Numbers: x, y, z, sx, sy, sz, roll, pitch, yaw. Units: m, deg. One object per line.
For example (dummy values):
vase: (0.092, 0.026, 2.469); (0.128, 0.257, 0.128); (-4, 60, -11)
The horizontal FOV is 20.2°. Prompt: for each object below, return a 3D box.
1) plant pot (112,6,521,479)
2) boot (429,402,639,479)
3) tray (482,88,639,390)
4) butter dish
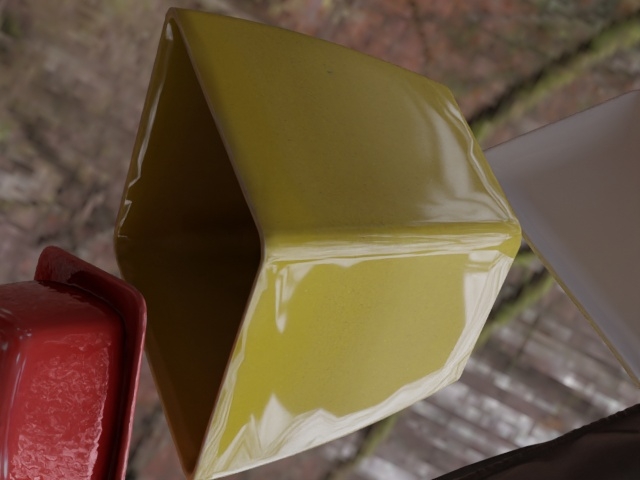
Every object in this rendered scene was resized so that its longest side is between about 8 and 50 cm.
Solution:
plant pot: (0.000, 0.000, 1.120); (0.212, 0.187, 0.212); (109, -30, -42)
boot: (0.124, 0.074, 0.583); (0.189, 0.208, 0.076); (32, 42, -79)
tray: (0.219, 0.005, 1.199); (0.270, 0.145, 0.030); (-122, -165, -45)
butter dish: (-0.179, 0.089, 1.011); (0.160, 0.118, 0.160); (21, -76, 58)
